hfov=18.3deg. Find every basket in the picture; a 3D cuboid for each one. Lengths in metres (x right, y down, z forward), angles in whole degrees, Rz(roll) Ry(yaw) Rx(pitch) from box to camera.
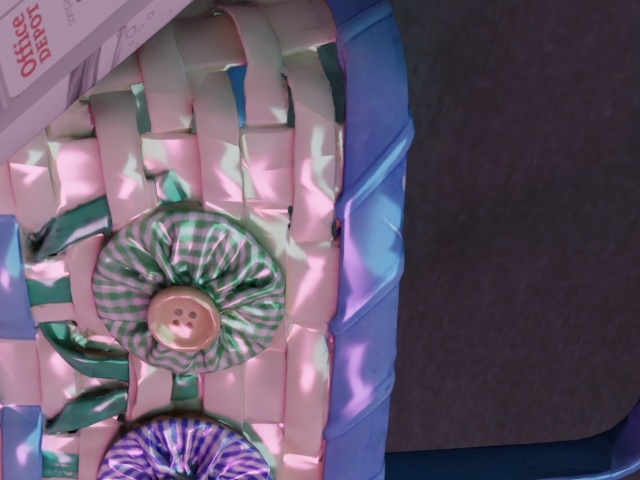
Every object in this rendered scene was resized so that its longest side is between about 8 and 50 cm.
[{"bbox_3d":[0.000,0.000,0.685,0.289,0.201,0.254,-10,125,-14],"label":"basket"}]

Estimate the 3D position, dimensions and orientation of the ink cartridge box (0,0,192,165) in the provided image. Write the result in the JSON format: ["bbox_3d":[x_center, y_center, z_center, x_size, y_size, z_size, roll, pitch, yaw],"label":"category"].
[{"bbox_3d":[-0.090,-0.138,0.505,0.283,0.117,0.207,-45,158,-23],"label":"ink cartridge box"}]
